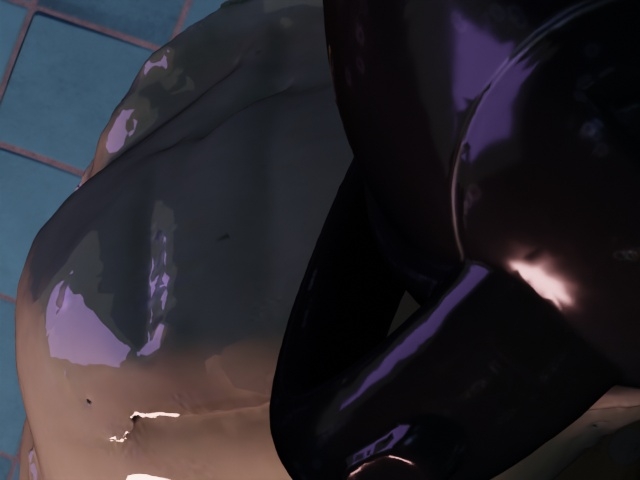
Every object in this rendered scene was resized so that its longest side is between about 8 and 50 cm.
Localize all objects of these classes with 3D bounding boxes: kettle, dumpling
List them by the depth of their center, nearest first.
[{"bbox_3d":[0.082,-0.034,0.600,0.268,0.207,0.290,-46,16,21],"label":"kettle"},{"bbox_3d":[0.000,0.000,0.859,0.233,0.395,0.315,22,-121,-55],"label":"dumpling"}]

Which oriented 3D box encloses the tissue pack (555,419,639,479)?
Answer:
[{"bbox_3d":[0.161,0.017,0.951,0.186,0.090,0.222,-65,-9,-70],"label":"tissue pack"}]
